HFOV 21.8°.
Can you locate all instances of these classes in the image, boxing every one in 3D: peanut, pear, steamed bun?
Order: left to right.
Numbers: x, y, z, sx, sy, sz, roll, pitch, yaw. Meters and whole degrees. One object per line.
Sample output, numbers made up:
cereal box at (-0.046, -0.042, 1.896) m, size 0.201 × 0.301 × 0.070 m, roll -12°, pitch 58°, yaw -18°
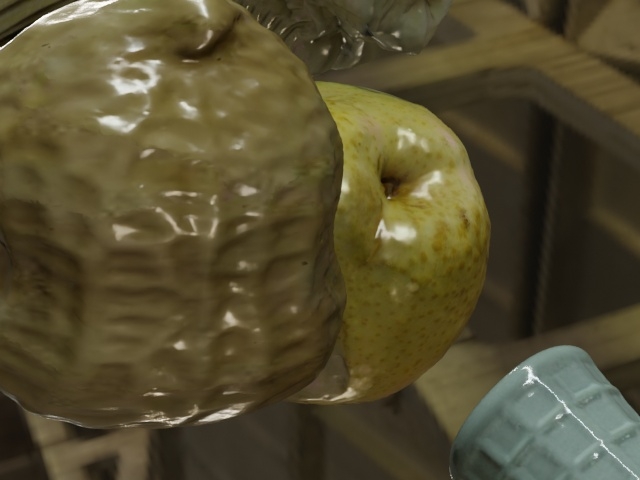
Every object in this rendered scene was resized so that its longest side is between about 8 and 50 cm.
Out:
peanut at (-0.081, -0.012, 0.812) m, size 0.110 × 0.196 × 0.233 m, roll -101°, pitch -167°, yaw -56°
pear at (0.000, 0.000, 1.259) m, size 0.271 × 0.271 × 0.271 m, roll 165°, pitch -90°, yaw -72°
steamed bun at (0.006, -0.290, 1.512) m, size 0.275 × 0.206 × 0.320 m, roll 53°, pitch -30°, yaw -14°

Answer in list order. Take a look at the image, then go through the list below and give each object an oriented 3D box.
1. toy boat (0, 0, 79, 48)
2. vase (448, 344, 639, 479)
toy boat at (-0.194, -0.142, 1.164) m, size 0.226 × 0.068 × 0.088 m, roll -21°, pitch -118°, yaw 32°
vase at (0.208, 0.192, 0.923) m, size 0.299 × 0.143 × 0.143 m, roll 45°, pitch -31°, yaw 29°
